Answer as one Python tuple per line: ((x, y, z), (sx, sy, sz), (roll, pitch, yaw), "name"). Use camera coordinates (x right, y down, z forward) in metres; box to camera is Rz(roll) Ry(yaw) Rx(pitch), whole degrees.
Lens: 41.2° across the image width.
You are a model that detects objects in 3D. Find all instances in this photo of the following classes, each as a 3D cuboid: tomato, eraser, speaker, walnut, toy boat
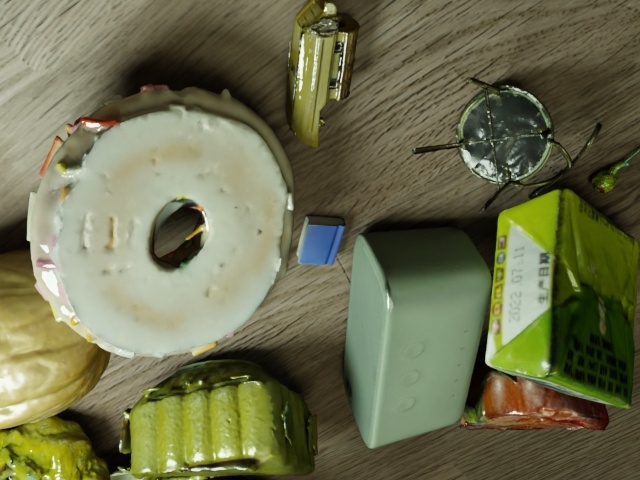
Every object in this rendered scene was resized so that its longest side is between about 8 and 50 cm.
((0.409, 0.275, 1.621), (0.309, 0.170, 0.309), (0, 166, 0), "tomato")
((0.000, 0.000, 1.374), (0.063, 0.027, 0.085), (3, 129, -17), "eraser")
((0.156, 0.165, 1.458), (0.184, 0.183, 0.406), (-8, 132, -13), "speaker")
((-0.461, 0.147, 1.239), (0.313, 0.277, 0.252), (-14, 94, -2), "walnut")
((0.002, -0.226, 1.149), (0.088, 0.068, 0.226), (-7, 132, -15), "toy boat")

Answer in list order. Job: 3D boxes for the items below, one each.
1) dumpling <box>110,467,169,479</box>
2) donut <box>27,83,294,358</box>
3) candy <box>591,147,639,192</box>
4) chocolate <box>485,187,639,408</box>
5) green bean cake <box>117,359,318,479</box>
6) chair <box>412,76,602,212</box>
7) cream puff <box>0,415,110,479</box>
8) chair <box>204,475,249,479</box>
((-0.383, 0.526, 1.679), (0.162, 0.132, 0.250), (17, 125, -30), "dumpling")
((-0.212, -0.027, 1.148), (0.382, 0.142, 0.383), (-12, 112, -30), "donut")
((0.494, -0.124, 1.383), (0.123, 0.035, 0.035), (-43, 115, 11), "candy")
((0.394, 0.102, 1.360), (0.137, 0.289, 0.301), (-5, 160, 40), "chocolate")
((-0.174, 0.328, 1.520), (0.310, 0.202, 0.285), (-7, 159, 9), "green bean cake")
((0.277, -0.145, 1.244), (0.160, 0.170, 0.325), (-55, 165, 26), "chair")
((-0.511, 0.455, 1.507), (0.282, 0.185, 0.282), (0, 108, -1), "cream puff")
((-0.183, 0.549, 1.523), (0.226, 0.226, 0.401), (-8, 173, -6), "chair")
